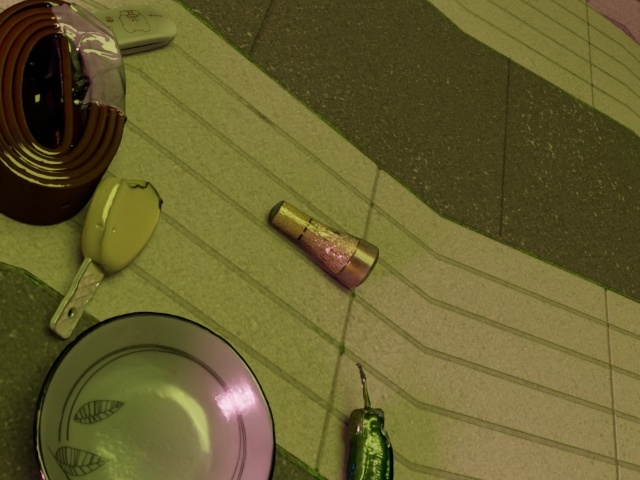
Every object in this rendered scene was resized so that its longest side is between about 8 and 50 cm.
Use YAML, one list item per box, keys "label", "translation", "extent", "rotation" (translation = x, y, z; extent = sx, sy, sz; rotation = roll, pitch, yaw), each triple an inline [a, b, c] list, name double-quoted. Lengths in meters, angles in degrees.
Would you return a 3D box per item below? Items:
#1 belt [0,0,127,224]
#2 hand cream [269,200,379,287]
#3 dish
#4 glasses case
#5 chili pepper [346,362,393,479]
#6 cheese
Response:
- label: "belt"
  translation: [-0.396, -0.196, 1.047]
  extent: [0.217, 0.122, 0.339]
  rotation: [11, 57, -30]
- label: "hand cream"
  translation: [0.000, 0.000, 1.253]
  extent: [0.203, 0.084, 0.084]
  rotation: [31, 48, -7]
- label: "dish"
  translation: [-0.212, 0.250, 0.912]
  extent: [0.316, 0.106, 0.317]
  rotation: [21, 50, -27]
- label: "glasses case"
  translation: [-0.334, -0.364, 1.248]
  extent: [0.193, 0.049, 0.074]
  rotation: [-28, 81, -42]
- label: "chili pepper"
  translation: [0.051, 0.334, 1.078]
  extent: [0.122, 0.065, 0.279]
  rotation: [36, 51, -18]
- label: "cheese"
  translation: [-0.304, 0.017, 1.003]
  extent: [0.050, 0.127, 0.255]
  rotation: [9, 57, 20]
